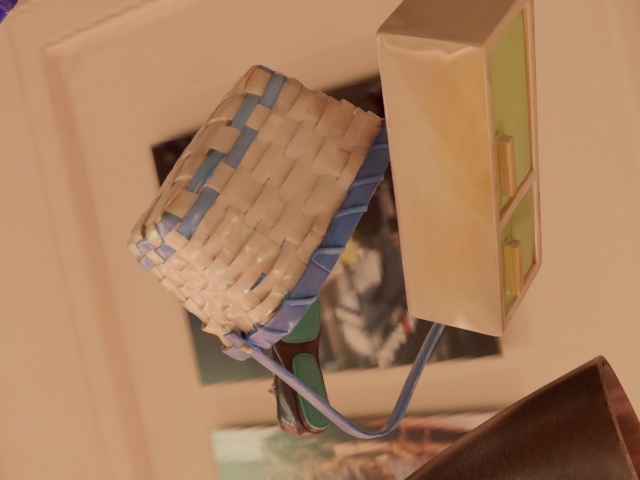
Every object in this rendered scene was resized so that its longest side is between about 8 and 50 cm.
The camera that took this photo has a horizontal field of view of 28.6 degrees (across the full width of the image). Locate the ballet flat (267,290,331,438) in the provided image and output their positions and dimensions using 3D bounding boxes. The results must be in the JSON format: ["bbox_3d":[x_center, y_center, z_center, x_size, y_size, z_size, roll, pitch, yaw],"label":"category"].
[{"bbox_3d":[-0.035,0.125,1.420,0.074,0.203,0.074,-8,165,-2],"label":"ballet flat"}]

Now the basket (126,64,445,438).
[{"bbox_3d":[0.000,0.000,1.118,0.255,0.289,0.201,-58,-173,-24],"label":"basket"}]

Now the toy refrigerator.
[{"bbox_3d":[0.119,-0.063,0.985,0.094,0.270,0.102,12,-139,26],"label":"toy refrigerator"}]

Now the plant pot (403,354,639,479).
[{"bbox_3d":[0.135,0.224,0.895,0.230,0.215,0.215,-24,178,14],"label":"plant pot"}]

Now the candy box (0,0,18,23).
[{"bbox_3d":[-0.486,-0.224,1.238,0.317,0.268,0.122,-41,-154,28],"label":"candy box"}]
